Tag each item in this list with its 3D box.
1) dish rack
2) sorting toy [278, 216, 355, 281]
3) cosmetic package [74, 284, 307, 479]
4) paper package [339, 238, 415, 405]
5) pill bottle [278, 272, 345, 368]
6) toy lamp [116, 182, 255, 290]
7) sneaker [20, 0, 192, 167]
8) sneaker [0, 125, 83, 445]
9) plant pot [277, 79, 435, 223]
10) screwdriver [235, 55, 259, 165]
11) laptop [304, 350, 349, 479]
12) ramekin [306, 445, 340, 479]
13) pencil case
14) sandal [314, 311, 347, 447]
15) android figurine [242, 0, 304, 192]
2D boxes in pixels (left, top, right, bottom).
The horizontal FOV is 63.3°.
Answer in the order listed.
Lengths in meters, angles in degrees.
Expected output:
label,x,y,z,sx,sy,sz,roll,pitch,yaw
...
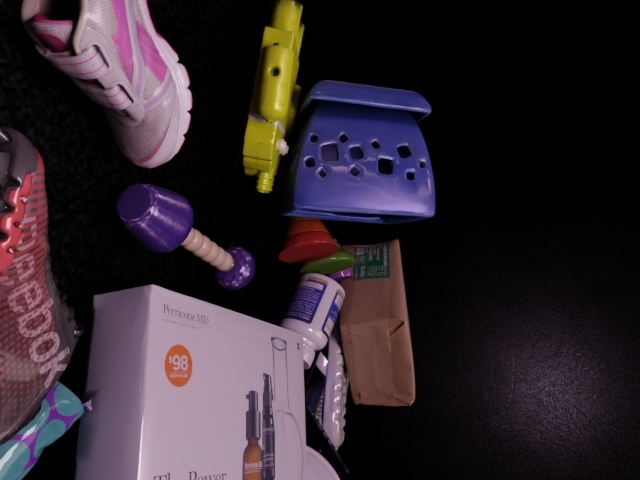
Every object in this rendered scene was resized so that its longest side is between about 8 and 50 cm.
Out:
label,x,y,z,sx,sy,sz,roll,pitch,yaw
dish rack,-0.003,0.513,1.463,0.285,0.072,0.333,-20,121,-66
sorting toy,0.000,0.000,1.153,0.365,0.127,0.126,42,35,-69
cosmetic package,-0.137,0.240,0.682,0.377,0.097,0.285,36,45,-60
paper package,0.149,0.210,1.367,0.325,0.168,0.310,-84,166,-53
pill bottle,-0.027,0.175,1.125,0.112,0.111,0.187,75,33,-53
toy lamp,-0.168,0.003,0.682,0.275,0.080,0.080,55,51,-65
sneaker,-0.200,-0.174,0.464,0.111,0.102,0.252,-50,141,-45
sneaker,-0.260,0.047,0.420,0.135,0.097,0.276,-1,105,-70
plant pot,0.056,-0.144,0.902,0.236,0.235,0.212,-178,-88,-80
screwdriver,-0.112,-0.199,0.804,0.025,0.024,0.170,-117,-139,-74
laptop,-0.006,0.401,1.142,0.136,0.264,0.234,-17,148,-34
ramekin,-0.087,0.525,0.969,0.127,0.272,0.273,100,14,-52
pencil case,-0.290,0.197,0.479,0.152,0.064,0.070,-56,149,-45
sandal,0.011,0.296,1.301,0.169,0.102,0.417,78,12,-51
android figurine,-0.067,-0.207,0.784,0.248,0.056,0.273,-105,-155,-87
